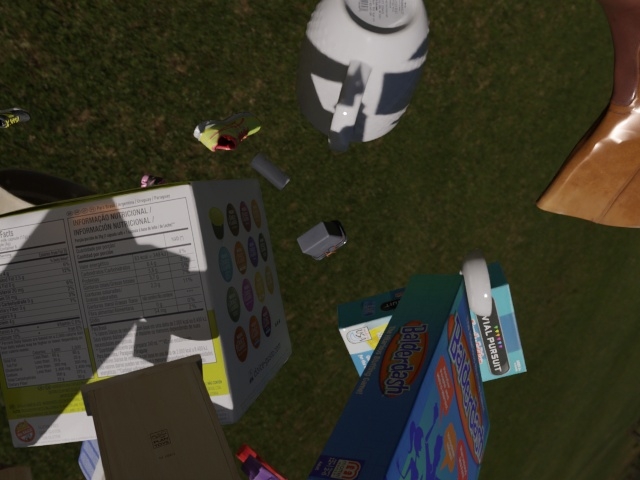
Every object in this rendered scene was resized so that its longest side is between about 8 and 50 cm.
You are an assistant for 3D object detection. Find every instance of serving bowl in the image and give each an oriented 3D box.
[{"bbox_3d":[0.186,0.052,0.743,0.027,0.083,0.083,-7,141,6],"label":"serving bowl"}]

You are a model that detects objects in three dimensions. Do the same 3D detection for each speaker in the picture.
[{"bbox_3d":[-0.163,-0.224,1.978,0.055,0.136,0.055,-50,-174,7],"label":"speaker"}]

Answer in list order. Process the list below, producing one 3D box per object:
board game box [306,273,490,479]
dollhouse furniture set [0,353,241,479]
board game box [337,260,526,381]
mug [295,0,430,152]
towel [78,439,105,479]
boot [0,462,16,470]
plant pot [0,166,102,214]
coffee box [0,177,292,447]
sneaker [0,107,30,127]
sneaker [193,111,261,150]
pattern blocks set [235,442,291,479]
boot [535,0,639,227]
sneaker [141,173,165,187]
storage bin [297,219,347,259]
[{"bbox_3d":[0.071,0.146,0.434,0.210,0.047,0.160,-53,133,-51],"label":"board game box"},{"bbox_3d":[-0.217,0.332,0.700,0.286,0.198,0.304,-12,130,-22],"label":"dollhouse furniture set"},{"bbox_3d":[0.232,0.203,1.263,0.335,0.079,0.254,-16,125,10],"label":"board game box"},{"bbox_3d":[0.082,-0.363,1.300,0.328,0.276,0.374,113,-6,-71],"label":"mug"},{"bbox_3d":[-0.381,0.498,1.189,0.034,0.285,0.209,-22,152,-43],"label":"towel"},{"bbox_3d":[-0.608,0.437,1.107,0.037,0.106,0.114,-45,124,7],"label":"boot"},{"bbox_3d":[-0.718,0.018,1.582,0.333,0.333,0.306,11,107,-53],"label":"plant pot"},{"bbox_3d":[-0.269,0.089,0.978,0.337,0.338,0.335,-32,112,-79],"label":"coffee box"},{"bbox_3d":[-0.572,-0.220,1.116,0.083,0.035,0.031,-11,146,-37],"label":"sneaker"},{"bbox_3d":[-0.246,-0.293,1.711,0.208,0.094,0.081,-23,153,-35],"label":"sneaker"},{"bbox_3d":[0.048,0.327,0.638,0.026,0.324,0.285,-51,-179,-16],"label":"pattern blocks set"},{"bbox_3d":[0.305,-0.153,0.651,0.264,0.096,0.281,10,130,-14],"label":"boot"},{"bbox_3d":[-0.368,-0.088,1.363,0.047,0.057,0.120,-25,119,-74],"label":"sneaker"},{"bbox_3d":[0.000,0.000,1.881,0.135,0.098,0.091,-34,158,24],"label":"storage bin"}]
